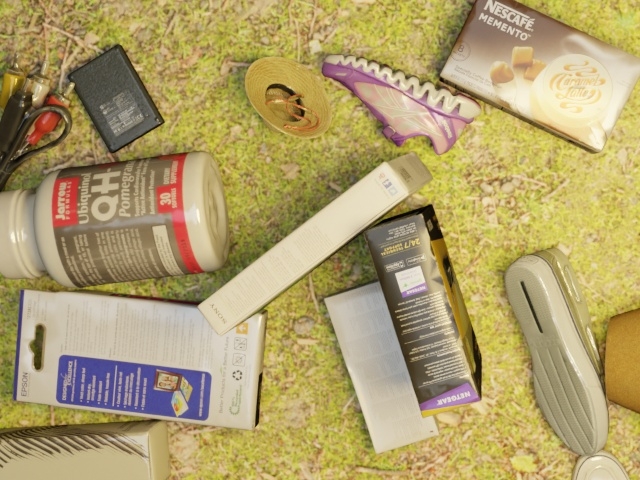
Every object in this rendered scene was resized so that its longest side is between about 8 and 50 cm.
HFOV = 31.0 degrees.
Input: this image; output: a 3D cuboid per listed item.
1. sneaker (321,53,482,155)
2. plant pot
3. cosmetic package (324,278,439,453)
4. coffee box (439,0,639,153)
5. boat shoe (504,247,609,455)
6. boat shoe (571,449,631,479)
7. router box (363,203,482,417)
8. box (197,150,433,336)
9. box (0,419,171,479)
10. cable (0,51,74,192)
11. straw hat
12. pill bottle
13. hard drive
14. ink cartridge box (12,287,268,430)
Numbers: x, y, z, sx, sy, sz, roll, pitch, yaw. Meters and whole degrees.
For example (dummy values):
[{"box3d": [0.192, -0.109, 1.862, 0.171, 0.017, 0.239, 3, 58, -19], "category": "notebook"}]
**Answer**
[{"box3d": [0.105, -0.192, 1.646, 0.236, 0.095, 0.104, 23, 104, 4], "category": "sneaker"}, {"box3d": [0.521, 0.169, 1.563, 0.254, 0.237, 0.237, 0, 94, 21], "category": "plant pot"}, {"box3d": [0.091, 0.179, 1.681, 0.099, 0.060, 0.239, -18, 91, 10], "category": "cosmetic package"}, {"box3d": [0.306, -0.236, 1.611, 0.246, 0.098, 0.141, 27, 96, 5], "category": "coffee box"}, {"box3d": [0.354, 0.154, 1.629, 0.094, 0.109, 0.302, -24, 100, -34], "category": "boat shoe"}, {"box3d": [0.417, 0.429, 1.644, 0.095, 0.084, 0.258, -12, 92, 8], "category": "boat shoe"}, {"box3d": [0.144, 0.081, 1.544, 0.081, 0.309, 0.243, -18, 92, 9], "category": "router box"}, {"box3d": [0.000, 0.000, 1.577, 0.322, 0.232, 0.058, -36, 88, 16], "category": "box"}, {"box3d": [-0.371, 0.327, 1.724, 0.275, 0.113, 0.094, -5, 92, 6], "category": "box"}, {"box3d": [-0.459, -0.132, 1.742, 0.139, 0.072, 0.287, 30, 107, 7], "category": "cable"}, {"box3d": [-0.057, -0.191, 1.675, 0.144, 0.144, 0.061, 44, 139, 3], "category": "straw hat"}, {"box3d": [-0.302, -0.025, 1.660, 0.318, 0.176, 0.176, -7, 93, 7], "category": "pill bottle"}, {"box3d": [-0.306, -0.212, 1.726, 0.094, 0.022, 0.135, -29, 90, 8], "category": "hard drive"}, {"box3d": [-0.268, 0.172, 1.724, 0.371, 0.069, 0.176, 6, 95, 4], "category": "ink cartridge box"}]
